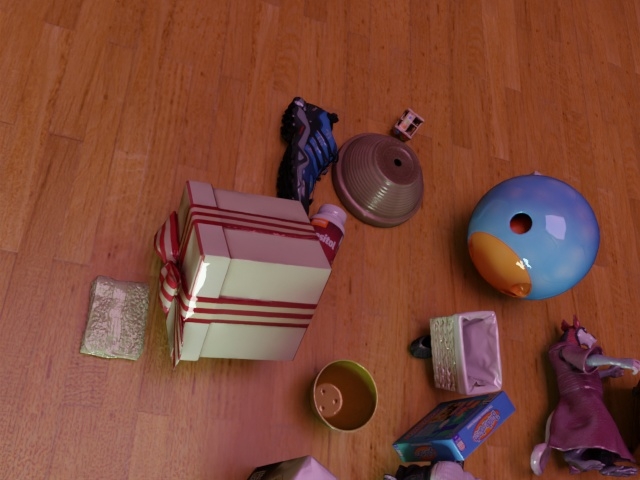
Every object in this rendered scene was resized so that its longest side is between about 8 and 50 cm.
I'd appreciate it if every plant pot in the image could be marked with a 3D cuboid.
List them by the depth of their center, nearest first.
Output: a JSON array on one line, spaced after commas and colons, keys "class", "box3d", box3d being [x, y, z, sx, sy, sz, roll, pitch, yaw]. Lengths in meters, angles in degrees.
[{"class": "plant pot", "box3d": [0.030, 0.305, 1.190, 0.134, 0.095, 0.134, 9, 66, -22]}, {"class": "plant pot", "box3d": [0.154, -0.157, 1.423, 0.237, 0.110, 0.237, 9, 67, -22]}]

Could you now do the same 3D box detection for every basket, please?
[{"class": "basket", "box3d": [0.303, 0.235, 1.297, 0.113, 0.103, 0.167, 1, 82, -33]}]

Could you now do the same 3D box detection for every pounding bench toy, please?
[{"class": "pounding bench toy", "box3d": [0.213, -0.284, 1.537, 0.052, 0.083, 0.065, 37, 91, -5]}]

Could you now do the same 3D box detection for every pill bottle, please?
[{"class": "pill bottle", "box3d": [0.000, 0.000, 1.302, 0.086, 0.086, 0.152, 31, 60, -11]}]

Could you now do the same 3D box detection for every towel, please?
[{"class": "towel", "box3d": [-0.367, 0.139, 1.112, 0.110, 0.027, 0.148, 11, 66, -22]}]

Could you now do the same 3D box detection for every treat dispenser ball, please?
[{"class": "treat dispenser ball", "box3d": [0.483, -0.007, 1.410, 0.288, 0.288, 0.288, 9, 67, -22]}]

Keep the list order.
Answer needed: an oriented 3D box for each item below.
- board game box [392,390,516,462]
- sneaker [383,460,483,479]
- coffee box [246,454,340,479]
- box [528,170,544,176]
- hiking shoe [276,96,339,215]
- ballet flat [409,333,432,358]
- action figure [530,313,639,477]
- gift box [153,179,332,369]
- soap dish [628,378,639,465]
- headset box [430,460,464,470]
[{"class": "board game box", "box3d": [0.257, 0.368, 1.204, 0.160, 0.210, 0.047, -30, 85, -30]}, {"class": "sneaker", "box3d": [0.226, 0.492, 1.174, 0.268, 0.153, 0.101, 48, 45, -38]}, {"class": "coffee box", "box3d": [-0.070, 0.452, 0.968, 0.119, 0.297, 0.168, 41, 60, -1]}, {"class": "box", "box3d": [0.555, -0.105, 1.591, 0.102, 0.101, 0.087, 31, 60, -11]}, {"class": "hiking shoe", "box3d": [-0.016, -0.178, 1.349, 0.132, 0.113, 0.304, 12, 66, -20]}, {"class": "ballet flat", "box3d": [0.275, 0.225, 1.361, 0.173, 0.049, 0.057, -13, 72, -28]}, {"class": "action figure", "box3d": [0.594, 0.353, 1.421, 0.276, 0.248, 0.370, -14, 55, 15]}, {"class": "gift box", "box3d": [-0.161, 0.078, 1.082, 0.258, 0.276, 0.255, 9, 27, -24]}, {"class": "soap dish", "box3d": [0.794, 0.401, 1.414, 0.118, 0.291, 0.229, 7, 61, 22]}, {"class": "headset box", "box3d": [0.257, 0.487, 1.260, 0.062, 0.032, 0.083, 21, 64, -16]}]
